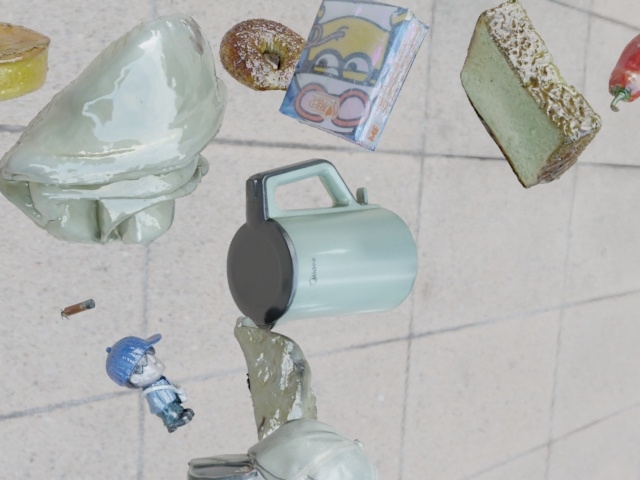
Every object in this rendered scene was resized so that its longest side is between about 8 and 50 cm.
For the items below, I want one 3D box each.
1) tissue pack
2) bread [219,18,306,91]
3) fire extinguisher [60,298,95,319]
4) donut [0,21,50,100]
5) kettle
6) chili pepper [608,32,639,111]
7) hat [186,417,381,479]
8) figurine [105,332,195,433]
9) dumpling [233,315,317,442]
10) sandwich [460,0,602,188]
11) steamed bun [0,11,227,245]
[{"bbox_3d":[0.036,-0.193,0.862,0.065,0.116,0.155,19,96,-59],"label":"tissue pack"},{"bbox_3d":[-0.099,-0.352,1.446,0.193,0.193,0.064,-30,157,-37],"label":"bread"},{"bbox_3d":[-0.524,0.149,1.644,0.022,0.083,0.028,-73,143,-69],"label":"fire extinguisher"},{"bbox_3d":[-0.700,-0.371,1.591,0.278,0.278,0.108,-24,131,-40],"label":"donut"},{"bbox_3d":[0.000,0.000,1.679,0.377,0.250,0.360,-4,94,-44],"label":"kettle"},{"bbox_3d":[0.436,-0.239,1.053,0.059,0.050,0.191,38,65,5],"label":"chili pepper"},{"bbox_3d":[-0.045,0.325,1.018,0.232,0.275,0.161,57,42,-29],"label":"hat"},{"bbox_3d":[-0.239,0.200,1.083,0.087,0.086,0.149,-31,94,4],"label":"figurine"},{"bbox_3d":[-0.059,0.279,1.449,0.166,0.086,0.332,9,48,-32],"label":"dumpling"},{"bbox_3d":[0.385,-0.260,1.449,0.099,0.271,0.301,-28,76,-5],"label":"sandwich"},{"bbox_3d":[-0.244,-0.124,0.996,0.324,0.310,0.219,-43,110,-3],"label":"steamed bun"}]
